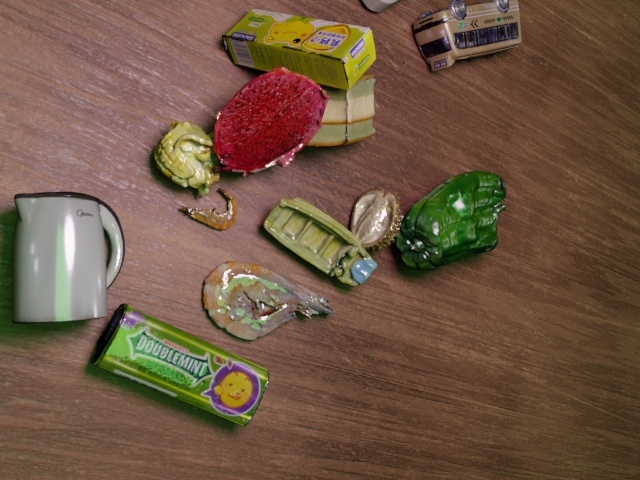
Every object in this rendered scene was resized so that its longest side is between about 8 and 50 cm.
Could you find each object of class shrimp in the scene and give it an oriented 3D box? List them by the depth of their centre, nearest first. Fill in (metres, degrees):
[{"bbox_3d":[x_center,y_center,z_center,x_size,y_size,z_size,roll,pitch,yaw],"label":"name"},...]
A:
[{"bbox_3d":[-0.241,-0.073,1.304,0.127,0.025,0.091,10,83,-31],"label":"shrimp"},{"bbox_3d":[-0.112,0.148,1.345,0.316,0.062,0.164,18,84,-22],"label":"shrimp"}]

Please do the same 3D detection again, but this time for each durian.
[{"bbox_3d":[0.133,-0.032,1.452,0.188,0.148,0.091,-49,139,2],"label":"durian"}]

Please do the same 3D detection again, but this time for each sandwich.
[{"bbox_3d":[-0.003,-0.306,1.375,0.198,0.227,0.155,-36,130,-59],"label":"sandwich"}]

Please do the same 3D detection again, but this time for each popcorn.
[{"bbox_3d":[-0.273,-0.176,1.245,0.135,0.162,0.141,-2,61,5],"label":"popcorn"}]

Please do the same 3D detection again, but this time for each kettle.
[{"bbox_3d":[-0.462,0.028,1.123,0.221,0.161,0.236,1,84,-55],"label":"kettle"}]

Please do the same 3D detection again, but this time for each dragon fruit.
[{"bbox_3d":[-0.110,-0.239,1.254,0.274,0.161,0.126,-36,63,5],"label":"dragon fruit"}]

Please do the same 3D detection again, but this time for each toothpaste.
[{"bbox_3d":[-0.049,-0.406,1.264,0.110,0.327,0.077,-52,146,-26],"label":"toothpaste"}]

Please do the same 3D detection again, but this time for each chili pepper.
[{"bbox_3d":[0.333,-0.054,1.536,0.385,0.167,0.213,-28,116,-38],"label":"chili pepper"}]

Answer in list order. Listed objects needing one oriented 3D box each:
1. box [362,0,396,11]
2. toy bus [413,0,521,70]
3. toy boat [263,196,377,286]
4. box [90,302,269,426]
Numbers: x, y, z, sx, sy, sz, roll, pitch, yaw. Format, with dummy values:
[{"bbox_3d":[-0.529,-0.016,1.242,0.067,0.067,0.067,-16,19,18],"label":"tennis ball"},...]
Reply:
[{"bbox_3d":[0.181,-0.813,1.525,0.373,0.090,0.367,-37,105,-25],"label":"box"},{"bbox_3d":[0.394,-0.554,1.600,0.289,0.139,0.157,-20,102,-31],"label":"toy bus"},{"bbox_3d":[0.001,-0.002,1.378,0.276,0.084,0.111,33,109,-17],"label":"toy boat"},{"bbox_3d":[-0.279,0.258,1.228,0.345,0.097,0.134,31,75,-23],"label":"box"}]
